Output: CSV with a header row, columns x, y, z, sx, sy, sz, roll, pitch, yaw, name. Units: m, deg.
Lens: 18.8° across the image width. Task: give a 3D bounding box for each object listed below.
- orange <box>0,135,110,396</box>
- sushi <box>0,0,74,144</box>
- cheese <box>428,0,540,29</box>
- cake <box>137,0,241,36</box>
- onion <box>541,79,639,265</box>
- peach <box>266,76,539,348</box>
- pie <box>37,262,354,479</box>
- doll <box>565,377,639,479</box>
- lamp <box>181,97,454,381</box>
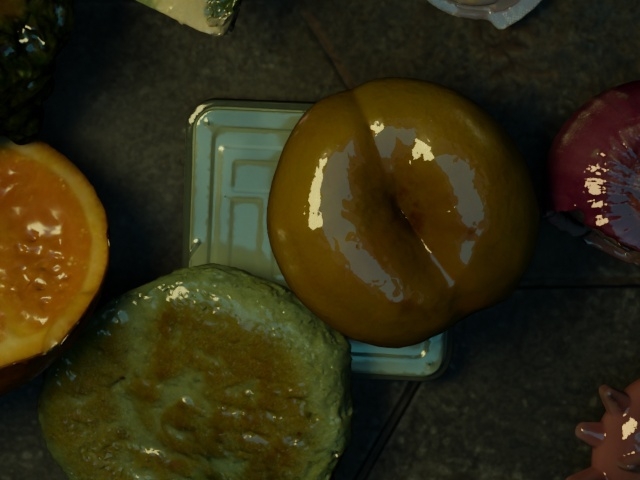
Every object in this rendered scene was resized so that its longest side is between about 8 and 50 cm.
x,y,z,sx,sy,sz,roll,pitch,yaw,name
-0.347,0.035,1.759,0.310,0.274,0.274,-40,100,18,orange
-0.407,-0.211,1.676,0.352,0.178,0.294,-8,67,-26,sushi
0.119,-0.307,1.811,0.135,0.052,0.244,-38,100,5,cheese
-0.096,-0.317,1.668,0.158,0.172,0.283,24,142,-6,cake
0.321,-0.060,1.813,0.207,0.200,0.200,18,101,27,onion
0.073,-0.028,1.766,0.251,0.153,0.251,-2,105,-7,peach
-0.119,0.165,1.852,0.323,0.070,0.323,2,115,3,pie
0.344,0.225,1.899,0.211,0.093,0.262,12,97,-11,doll
0.000,0.000,1.867,0.267,0.047,0.269,2,101,-1,lamp
